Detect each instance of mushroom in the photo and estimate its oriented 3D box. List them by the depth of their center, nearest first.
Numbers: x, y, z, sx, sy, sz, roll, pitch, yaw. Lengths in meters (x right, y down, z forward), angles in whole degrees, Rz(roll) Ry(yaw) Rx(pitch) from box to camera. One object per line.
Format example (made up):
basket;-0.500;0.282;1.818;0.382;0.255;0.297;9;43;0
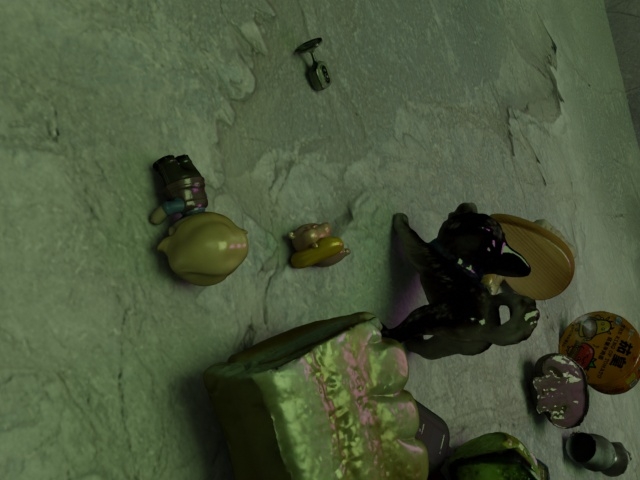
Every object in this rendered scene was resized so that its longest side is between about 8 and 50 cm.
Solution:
mushroom;0.600;0.378;1.748;0.117;0.141;0.188;38;43;-82

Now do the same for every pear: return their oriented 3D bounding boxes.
pear;0.361;0.503;1.335;0.255;0.164;0.238;18;53;-73

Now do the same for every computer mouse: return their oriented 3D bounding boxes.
computer mouse;0.167;0.356;1.284;0.232;0.057;0.120;39;60;-39

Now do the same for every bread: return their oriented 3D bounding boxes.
bread;-0.002;0.291;0.996;0.300;0.210;0.341;-22;95;-39
bread;0.355;0.082;1.565;0.125;0.106;0.082;-42;110;-50

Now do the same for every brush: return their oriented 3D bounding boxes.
brush;0.529;0.016;1.763;0.266;0.174;0.166;46;29;-5

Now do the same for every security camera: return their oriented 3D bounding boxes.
security camera;-0.005;-0.338;1.333;0.092;0.058;0.058;62;40;-26

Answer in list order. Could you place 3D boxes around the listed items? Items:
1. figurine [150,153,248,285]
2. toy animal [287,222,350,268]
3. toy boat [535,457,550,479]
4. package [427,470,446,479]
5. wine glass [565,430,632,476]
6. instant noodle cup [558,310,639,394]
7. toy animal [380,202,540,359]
figurine;-0.185;-0.029;0.990;0.196;0.108;0.114;60;28;11
toy animal;0.000;0.000;1.195;0.114;0.091;0.082;2;62;-48
toy boat;0.462;0.532;1.582;0.229;0.046;0.080;25;60;-42
package;0.261;0.585;1.314;0.269;0.071;0.194;60;27;-10
wine glass;0.749;0.576;1.860;0.222;0.103;0.103;28;58;-42
instant noodle cup;0.803;0.330;1.940;0.172;0.216;0.215;43;48;-44
toy animal;0.284;0.070;1.332;0.194;0.303;0.344;41;50;-38
